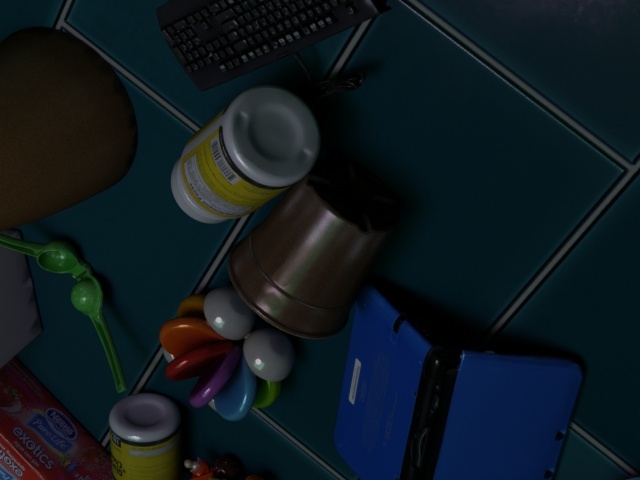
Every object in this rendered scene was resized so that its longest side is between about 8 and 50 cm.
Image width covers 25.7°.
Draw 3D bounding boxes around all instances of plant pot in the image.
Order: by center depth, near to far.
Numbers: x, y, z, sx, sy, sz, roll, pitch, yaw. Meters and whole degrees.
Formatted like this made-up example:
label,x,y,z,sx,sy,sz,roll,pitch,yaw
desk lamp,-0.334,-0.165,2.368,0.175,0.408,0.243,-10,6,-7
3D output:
label,x,y,z,sx,sy,sz,roll,pitch,yaw
plant pot,0.000,0.000,1.662,0.167,0.167,0.165,37,122,5
plant pot,-0.398,-0.109,1.758,0.237,0.254,0.237,15,126,22

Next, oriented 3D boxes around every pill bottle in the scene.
label,x,y,z,sx,sy,sz,roll,pitch,yaw
pill bottle,-0.094,-0.094,1.647,0.119,0.119,0.208,51,150,-6
pill bottle,-0.252,0.319,2.034,0.103,0.103,0.184,16,125,21

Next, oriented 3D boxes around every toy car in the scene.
label,x,y,z,sx,sy,sz,roll,pitch,yaw
toy car,-0.136,0.161,1.846,0.182,0.136,0.159,47,130,-3

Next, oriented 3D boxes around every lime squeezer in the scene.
label,x,y,z,sx,sy,sz,roll,pitch,yaw
lime squeezer,-0.347,0.065,1.933,0.059,0.110,0.310,-37,101,22

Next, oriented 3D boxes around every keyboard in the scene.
label,x,y,z,sx,sy,sz,roll,pitch,yaw
keyboard,-0.045,-0.223,1.587,0.317,0.033,0.201,-15,121,48

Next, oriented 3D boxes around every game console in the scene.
label,x,y,z,sx,sy,sz,roll,pitch,yaw
game console,0.163,0.210,1.774,0.250,0.173,0.293,46,139,41

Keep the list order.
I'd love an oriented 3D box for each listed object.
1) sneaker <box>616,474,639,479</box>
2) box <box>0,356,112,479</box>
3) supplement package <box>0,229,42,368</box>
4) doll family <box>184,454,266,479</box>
label,x,y,z,sx,sy,sz,roll,pitch,yaw
sneaker,0.440,0.378,1.650,0.262,0.125,0.104,33,129,8
box,-0.443,0.321,2.135,0.257,0.122,0.128,46,130,-2
supplement package,-0.556,0.117,1.963,0.175,0.293,0.177,9,122,25
doll family,-0.113,0.424,1.989,0.263,0.163,0.118,61,169,-16
